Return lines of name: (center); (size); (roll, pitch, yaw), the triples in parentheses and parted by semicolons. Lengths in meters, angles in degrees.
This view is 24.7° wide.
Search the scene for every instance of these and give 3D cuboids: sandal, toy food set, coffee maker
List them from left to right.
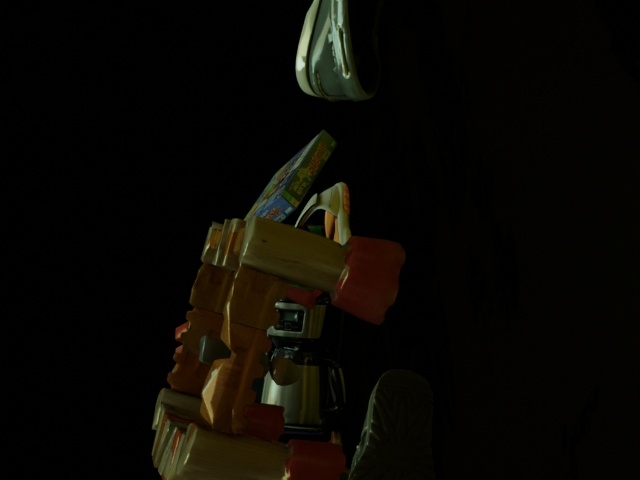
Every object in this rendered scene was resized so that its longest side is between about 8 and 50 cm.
coffee maker: (-0.026, 0.158, 1.941); (0.171, 0.120, 0.178); (162, 113, -86)
sandal: (0.001, -0.010, 2.048); (0.265, 0.076, 0.102); (-95, 11, -67)
toy food set: (0.012, 0.301, 1.944); (0.078, 0.019, 0.122); (-92, 8, -57)

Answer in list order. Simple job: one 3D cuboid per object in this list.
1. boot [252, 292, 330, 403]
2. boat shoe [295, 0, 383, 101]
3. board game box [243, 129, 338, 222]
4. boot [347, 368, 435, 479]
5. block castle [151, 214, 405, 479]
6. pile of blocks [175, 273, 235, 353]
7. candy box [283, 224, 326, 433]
boot: (-0.089, 0.148, 2.092); (0.094, 0.246, 0.207); (6, -93, -70)
boat shoe: (0.055, -0.323, 1.773); (0.099, 0.116, 0.320); (21, 103, 41)
board game box: (-0.056, -0.080, 2.324); (0.136, 0.035, 0.201); (-40, 12, 39)
boot: (0.044, 0.229, 1.226); (0.208, 0.076, 0.190); (110, 180, -49)
block castle: (-0.039, 0.136, 1.618); (0.453, 0.212, 0.303); (178, 109, -79)
pile of blocks: (-0.167, 0.184, 2.258); (0.149, 0.112, 0.362); (-100, 12, -68)
candy box: (-0.051, 0.131, 2.299); (0.317, 0.122, 0.268); (-111, 24, -77)
